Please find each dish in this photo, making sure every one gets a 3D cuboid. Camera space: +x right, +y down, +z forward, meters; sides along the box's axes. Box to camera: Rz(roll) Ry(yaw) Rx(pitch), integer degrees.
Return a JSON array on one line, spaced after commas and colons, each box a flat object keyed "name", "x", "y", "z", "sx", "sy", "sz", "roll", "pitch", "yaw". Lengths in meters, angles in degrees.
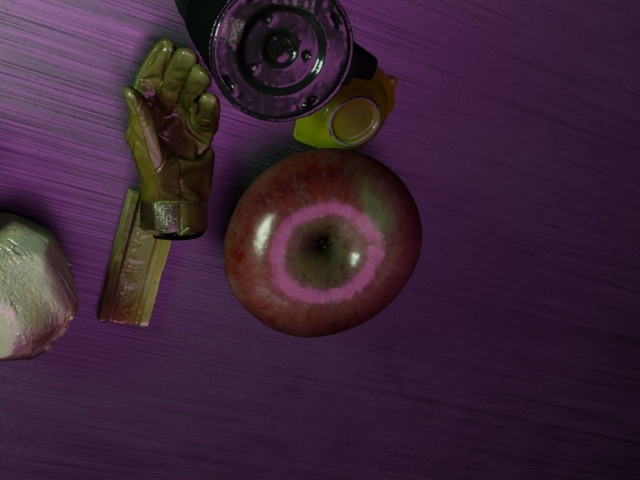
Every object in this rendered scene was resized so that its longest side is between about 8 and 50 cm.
[{"name": "dish", "x": 0.054, "y": -0.218, "z": 1.701, "sx": 0.208, "sy": 0.080, "sz": 0.148, "roll": -31, "pitch": 120, "yaw": 0}]

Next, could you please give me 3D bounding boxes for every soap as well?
[{"name": "soap", "x": -0.316, "y": 0.032, "z": 1.719, "sx": 0.092, "sy": 0.037, "sz": 0.251, "roll": 10, "pitch": 109, "yaw": -23}]

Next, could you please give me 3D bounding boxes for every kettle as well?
[{"name": "kettle", "x": -0.064, "y": -0.325, "z": 1.482, "sx": 0.262, "sy": 0.308, "sz": 0.203, "roll": -16, "pitch": 117, "yaw": -10}]

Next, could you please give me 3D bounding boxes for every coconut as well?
[{"name": "coconut", "x": -0.499, "y": 0.087, "z": 1.581, "sx": 0.227, "sy": 0.227, "sz": 0.230, "roll": -26, "pitch": 120, "yaw": -5}]

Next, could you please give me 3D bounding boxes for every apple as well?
[{"name": "apple", "x": 0.000, "y": 0.000, "z": 1.692, "sx": 0.345, "sy": 0.269, "sz": 0.344, "roll": -1, "pitch": 97, "yaw": -6}]

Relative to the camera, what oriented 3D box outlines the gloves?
[{"name": "gloves", "x": -0.239, "y": -0.163, "z": 1.594, "sx": 0.154, "sy": 0.141, "sz": 0.330, "roll": -1, "pitch": 108, "yaw": -7}]
